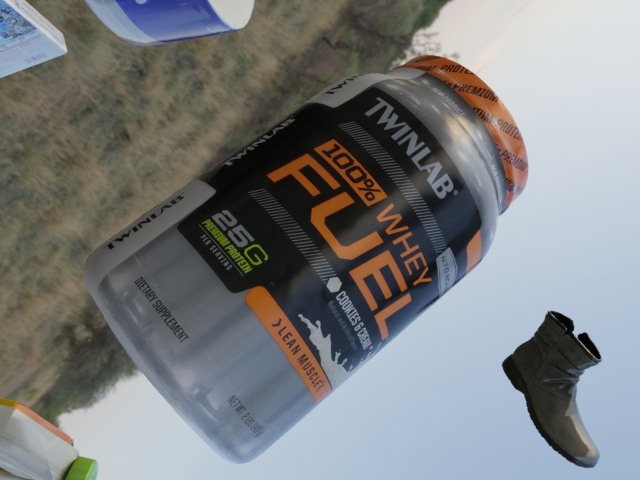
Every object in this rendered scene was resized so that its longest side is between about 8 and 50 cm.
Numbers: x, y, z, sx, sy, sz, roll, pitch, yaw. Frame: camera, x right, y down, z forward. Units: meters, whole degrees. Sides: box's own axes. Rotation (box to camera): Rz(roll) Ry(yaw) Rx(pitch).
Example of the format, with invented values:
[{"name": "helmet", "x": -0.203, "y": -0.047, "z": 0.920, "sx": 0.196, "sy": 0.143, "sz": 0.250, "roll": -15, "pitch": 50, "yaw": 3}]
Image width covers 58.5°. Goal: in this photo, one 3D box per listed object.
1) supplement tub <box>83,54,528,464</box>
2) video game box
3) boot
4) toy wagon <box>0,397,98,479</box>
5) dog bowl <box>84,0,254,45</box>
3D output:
[{"name": "supplement tub", "x": 0.000, "y": 0.000, "z": 0.454, "sx": 0.316, "sy": 0.193, "sz": 0.193, "roll": -39, "pitch": -174, "yaw": -15}, {"name": "video game box", "x": -0.541, "y": -0.318, "z": 0.887, "sx": 0.205, "sy": 0.048, "sz": 0.187, "roll": -18, "pitch": 170, "yaw": 4}, {"name": "boot", "x": 0.433, "y": 0.252, "z": 1.002, "sx": 0.161, "sy": 0.083, "sz": 0.246, "roll": -59, "pitch": -141, "yaw": 31}, {"name": "toy wagon", "x": -0.371, "y": 0.260, "z": 0.590, "sx": 0.068, "sy": 0.267, "sz": 0.344, "roll": -80, "pitch": -170, "yaw": -46}, {"name": "dog bowl", "x": -0.146, "y": -0.322, "z": 0.524, "sx": 0.104, "sy": 0.265, "sz": 0.265, "roll": -4, "pitch": -159, "yaw": 12}]
